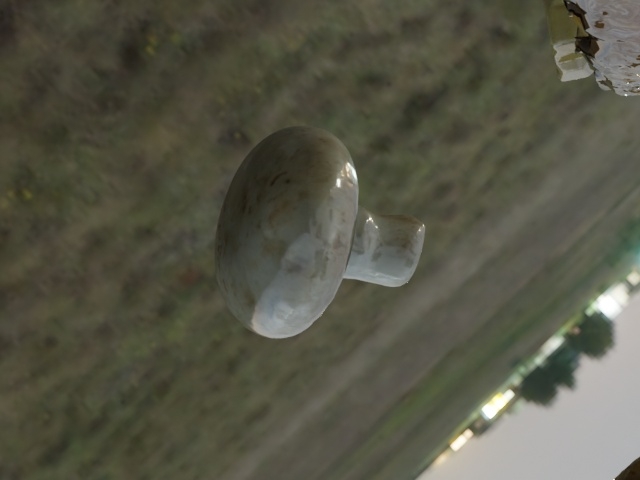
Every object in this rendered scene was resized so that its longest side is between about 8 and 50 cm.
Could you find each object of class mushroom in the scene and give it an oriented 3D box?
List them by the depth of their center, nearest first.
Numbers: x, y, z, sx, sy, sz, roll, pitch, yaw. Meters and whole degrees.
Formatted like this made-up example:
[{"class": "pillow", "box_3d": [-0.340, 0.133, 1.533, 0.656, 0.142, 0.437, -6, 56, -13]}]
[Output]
[{"class": "mushroom", "box_3d": [0.000, 0.000, 1.590, 0.243, 0.243, 0.243, -42, 171, -9]}]

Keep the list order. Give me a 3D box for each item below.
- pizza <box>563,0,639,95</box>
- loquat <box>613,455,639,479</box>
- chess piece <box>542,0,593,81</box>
[{"class": "pizza", "box_3d": [0.116, -0.221, 0.621, 0.080, 0.392, 0.435, -10, -150, 16]}, {"class": "loquat", "box_3d": [0.360, 0.290, 1.307, 0.193, 0.238, 0.238, -41, 171, -40]}, {"class": "chess piece", "box_3d": [0.171, -0.221, 1.024, 0.090, 0.201, 0.090, -7, 173, -1]}]
